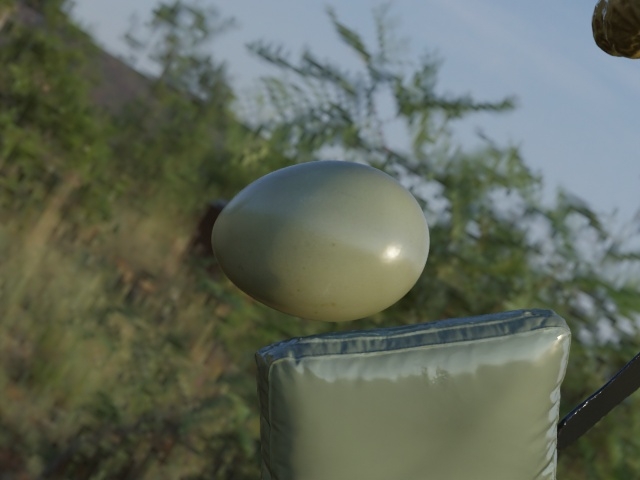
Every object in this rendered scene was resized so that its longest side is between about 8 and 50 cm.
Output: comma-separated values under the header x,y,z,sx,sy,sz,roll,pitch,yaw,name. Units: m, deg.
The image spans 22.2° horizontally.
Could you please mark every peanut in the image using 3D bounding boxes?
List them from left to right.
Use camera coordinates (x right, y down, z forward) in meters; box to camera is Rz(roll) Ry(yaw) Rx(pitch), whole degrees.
x,y,z,sx,sy,sz,roll,pitch,yaw,name
0.383,-0.271,1.980,0.095,0.108,0.226,23,0,-5,peanut

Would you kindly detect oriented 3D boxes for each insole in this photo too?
x,y,z,sx,sy,sz,roll,pitch,yaw,name
0.420,0.178,2.179,0.012,0.309,0.110,43,-17,30,insole

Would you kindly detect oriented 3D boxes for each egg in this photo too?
x,y,z,sx,sy,sz,roll,pitch,yaw,name
0.000,0.000,1.902,0.254,0.188,0.188,3,0,-3,egg

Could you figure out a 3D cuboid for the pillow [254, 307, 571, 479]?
x,y,z,sx,sy,sz,roll,pitch,yaw,name
0.094,0.190,1.683,0.322,0.255,0.120,-7,32,-11,pillow
